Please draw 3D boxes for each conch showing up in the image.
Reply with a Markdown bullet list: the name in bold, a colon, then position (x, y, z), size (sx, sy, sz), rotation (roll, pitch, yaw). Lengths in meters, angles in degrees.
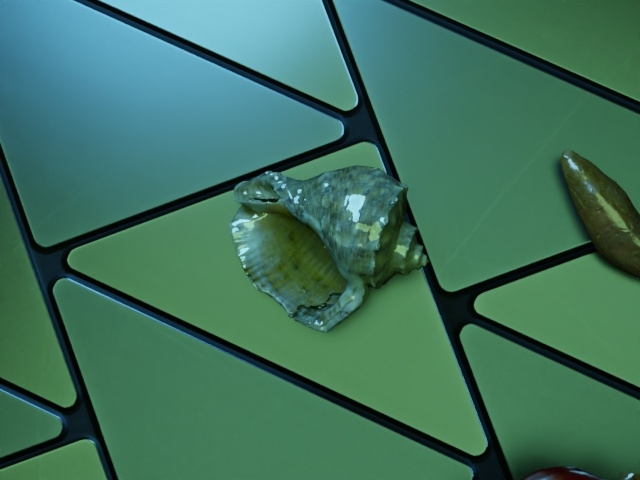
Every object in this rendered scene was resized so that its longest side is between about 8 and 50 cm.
- **conch**: position (0.000, 0.000, 1.267), size (0.207, 0.130, 0.155), rotation (18, 74, 18)

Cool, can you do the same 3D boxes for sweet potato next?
- **sweet potato**: position (0.290, -0.003, 1.291), size (0.202, 0.058, 0.055), rotation (45, 47, 1)

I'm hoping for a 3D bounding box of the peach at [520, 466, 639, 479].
- **peach**: position (0.215, 0.355, 1.202), size (0.258, 0.201, 0.361), rotation (10, 101, -26)
